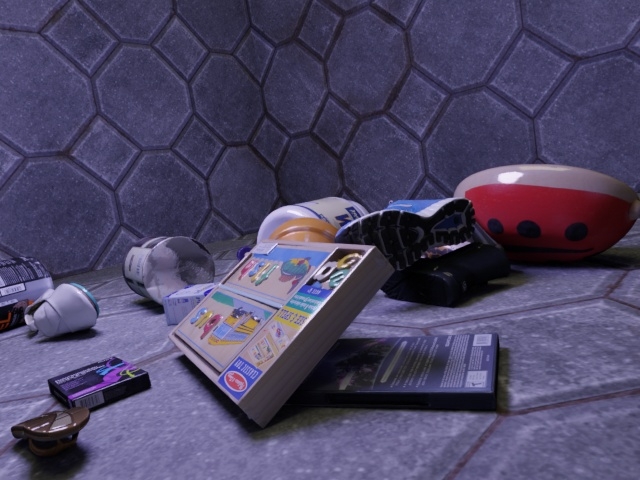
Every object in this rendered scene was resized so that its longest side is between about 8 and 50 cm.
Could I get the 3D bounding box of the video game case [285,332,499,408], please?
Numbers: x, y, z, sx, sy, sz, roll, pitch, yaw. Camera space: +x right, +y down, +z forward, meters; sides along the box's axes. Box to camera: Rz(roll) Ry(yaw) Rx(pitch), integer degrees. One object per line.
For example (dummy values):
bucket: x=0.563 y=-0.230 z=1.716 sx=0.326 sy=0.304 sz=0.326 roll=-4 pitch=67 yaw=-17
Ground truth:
video game case: x=0.100 y=0.174 z=0.675 sx=0.274 sy=0.026 sz=0.196 roll=-8 pitch=6 yaw=22

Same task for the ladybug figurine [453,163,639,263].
ladybug figurine: x=0.510 y=-0.050 z=1.169 sx=0.305 sy=0.162 sz=0.449 roll=34 pitch=-20 yaw=-31

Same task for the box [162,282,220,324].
box: x=-0.295 y=0.153 z=1.215 sx=0.137 sy=0.072 sz=0.126 roll=-7 pitch=7 yaw=18

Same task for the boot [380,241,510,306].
boot: x=0.263 y=0.064 z=1.083 sx=0.207 sy=0.094 sz=0.246 roll=-18 pitch=17 yaw=-34

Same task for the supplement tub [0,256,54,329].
supplement tub: x=-0.989 y=0.174 z=1.428 sx=0.207 sy=0.207 sz=0.338 roll=-5 pitch=7 yaw=31

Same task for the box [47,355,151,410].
box: x=-0.366 y=0.233 z=0.804 sx=0.116 sy=0.029 sz=0.162 roll=-15 pitch=7 yaw=-41

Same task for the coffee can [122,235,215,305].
coffee can: x=-0.457 y=0.087 z=1.457 sx=0.201 sy=0.202 sz=0.275 roll=-13 pitch=8 yaw=-32

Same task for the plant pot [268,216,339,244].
plant pot: x=-0.036 y=0.075 z=1.071 sx=0.205 sy=0.205 sz=0.188 roll=-8 pitch=21 yaw=7

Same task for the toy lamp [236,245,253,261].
toy lamp: x=-0.271 y=0.066 z=1.942 sx=0.080 sy=0.080 sz=0.274 roll=-12 pitch=7 yaw=-24

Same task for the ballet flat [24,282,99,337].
ballet flat: x=-0.693 y=0.195 z=1.286 sx=0.139 sy=0.139 sz=0.400 roll=-14 pitch=4 yaw=-38

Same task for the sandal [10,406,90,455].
sandal: x=-0.340 y=0.244 z=0.617 sx=0.072 sy=0.049 sz=0.180 roll=-8 pitch=-11 yaw=-46

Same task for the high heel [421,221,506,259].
high heel: x=0.349 y=0.060 z=1.225 sx=0.093 sy=0.186 sz=0.261 roll=-25 pitch=-21 yaw=-27

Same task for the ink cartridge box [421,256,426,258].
ink cartridge box: x=0.231 y=0.079 z=1.203 sx=0.088 sy=0.052 sz=0.122 roll=-10 pitch=5 yaw=-1

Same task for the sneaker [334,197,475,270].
sneaker: x=0.171 y=-0.018 z=1.057 sx=0.330 sy=0.130 sz=0.147 roll=-11 pitch=10 yaw=-27

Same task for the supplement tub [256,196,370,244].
supplement tub: x=0.000 y=0.000 z=1.409 sx=0.235 sy=0.235 sz=0.325 roll=-5 pitch=8 yaw=33

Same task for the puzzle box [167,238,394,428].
puzzle box: x=-0.094 y=0.111 z=0.793 sx=0.272 sy=0.052 sz=0.409 roll=-48 pitch=22 yaw=-20
